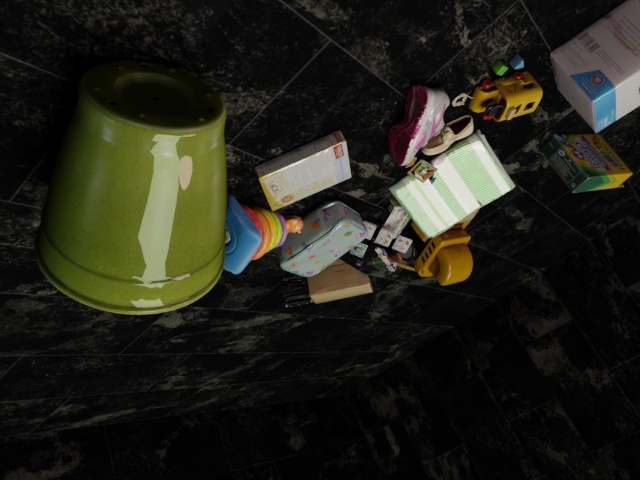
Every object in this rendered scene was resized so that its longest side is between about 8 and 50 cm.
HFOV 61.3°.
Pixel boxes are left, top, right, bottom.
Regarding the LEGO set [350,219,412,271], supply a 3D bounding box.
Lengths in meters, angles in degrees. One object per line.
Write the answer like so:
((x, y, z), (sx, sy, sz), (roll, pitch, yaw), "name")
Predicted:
((0.207, 0.025, 1.915), (0.182, 0.060, 0.244), (21, 141, 1), "LEGO set")

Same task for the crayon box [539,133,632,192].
((0.957, -0.281, 1.914), (0.322, 0.203, 0.083), (-8, 148, -33), "crayon box")

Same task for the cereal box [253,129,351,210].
((-0.040, -0.178, 1.410), (0.240, 0.047, 0.173), (-24, 153, -4), "cereal box")

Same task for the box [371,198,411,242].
((0.256, -0.072, 1.867), (0.114, 0.036, 0.207), (-12, 150, -26), "box")

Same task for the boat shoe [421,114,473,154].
((0.357, -0.303, 1.522), (0.170, 0.063, 0.059), (-32, 152, -9), "boat shoe")

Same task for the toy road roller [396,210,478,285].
((0.450, 0.006, 1.906), (0.202, 0.241, 0.330), (-9, 141, -37), "toy road roller")

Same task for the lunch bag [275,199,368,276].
((0.000, 0.000, 1.698), (0.279, 0.108, 0.224), (-35, 155, 19), "lunch bag")

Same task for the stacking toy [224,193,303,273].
((-0.155, -0.032, 1.497), (0.301, 0.175, 0.166), (-14, 149, -51), "stacking toy")

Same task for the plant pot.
((-0.322, -0.117, 0.994), (0.366, 0.367, 0.353), (-7, 136, -33), "plant pot")

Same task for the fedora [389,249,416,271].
((0.328, 0.061, 2.080), (0.194, 0.194, 0.079), (11, 100, -50), "fedora")

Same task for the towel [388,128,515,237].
((0.416, -0.170, 1.704), (0.324, 0.038, 0.248), (-33, 116, 17), "towel")

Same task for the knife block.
((0.009, 0.173, 1.881), (0.242, 0.275, 0.088), (-53, 156, -11), "knife block")

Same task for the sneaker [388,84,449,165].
((0.262, -0.292, 1.407), (0.111, 0.103, 0.252), (-11, 150, -24), "sneaker")

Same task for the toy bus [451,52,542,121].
((0.492, -0.375, 1.454), (0.202, 0.104, 0.190), (-40, 149, 26), "toy bus")

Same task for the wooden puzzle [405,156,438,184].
((0.308, -0.209, 1.634), (0.116, 0.014, 0.078), (22, 137, -17), "wooden puzzle")

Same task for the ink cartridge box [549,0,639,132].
((0.800, -0.472, 1.442), (0.270, 0.198, 0.197), (-34, 152, 16), "ink cartridge box")
